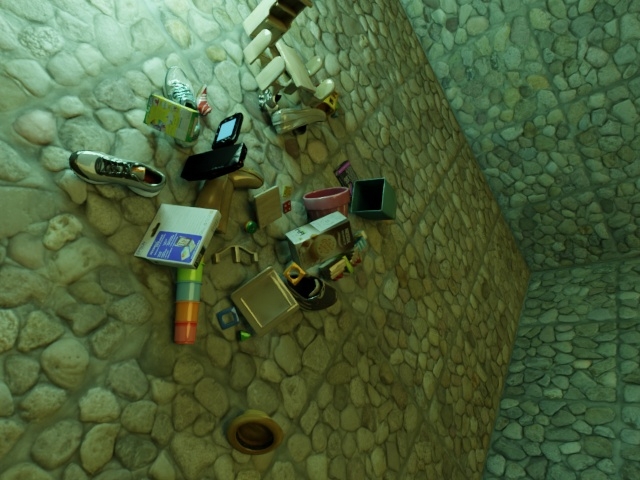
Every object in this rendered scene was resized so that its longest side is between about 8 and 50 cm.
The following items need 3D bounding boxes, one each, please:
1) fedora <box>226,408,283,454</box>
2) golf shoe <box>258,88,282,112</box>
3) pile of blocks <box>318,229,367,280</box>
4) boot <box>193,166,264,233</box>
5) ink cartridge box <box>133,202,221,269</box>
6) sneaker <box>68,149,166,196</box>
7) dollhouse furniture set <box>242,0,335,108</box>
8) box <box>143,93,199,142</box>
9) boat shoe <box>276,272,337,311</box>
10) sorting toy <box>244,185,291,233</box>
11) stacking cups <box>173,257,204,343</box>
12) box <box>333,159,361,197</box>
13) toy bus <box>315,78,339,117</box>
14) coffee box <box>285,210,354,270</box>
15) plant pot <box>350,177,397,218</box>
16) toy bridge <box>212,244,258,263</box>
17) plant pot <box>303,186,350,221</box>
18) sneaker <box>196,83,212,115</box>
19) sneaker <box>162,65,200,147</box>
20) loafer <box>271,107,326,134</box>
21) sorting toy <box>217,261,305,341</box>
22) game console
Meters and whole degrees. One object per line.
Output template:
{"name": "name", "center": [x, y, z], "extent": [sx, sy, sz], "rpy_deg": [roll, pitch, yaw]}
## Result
{"name": "fedora", "center": [-0.214, 0.621, 1.389], "extent": [0.194, 0.194, 0.079], "rpy_deg": [51, 12, -23]}
{"name": "golf shoe", "center": [-0.205, -0.627, 1.766], "extent": [0.077, 0.094, 0.197], "rpy_deg": [83, 10, -78]}
{"name": "pile of blocks", "center": [0.143, 0.078, 1.889], "extent": [0.362, 0.149, 0.112], "rpy_deg": [-43, 110, -44]}
{"name": "boot", "center": [-0.332, -0.145, 1.518], "extent": [0.236, 0.089, 0.269], "rpy_deg": [20, 64, -29]}
{"name": "ink cartridge box", "center": [-0.442, -0.016, 1.310], "extent": [0.045, 0.209, 0.206], "rpy_deg": [74, 28, -56]}
{"name": "sneaker", "center": [-0.591, -0.209, 1.248], "extent": [0.272, 0.108, 0.100], "rpy_deg": [14, 71, -42]}
{"name": "dollhouse furniture set", "center": [-0.111, -0.800, 1.724], "extent": [0.362, 0.257, 0.393], "rpy_deg": [-8, 69, -56]}
{"name": "box", "center": [-0.487, -0.397, 1.360], "extent": [0.105, 0.179, 0.043], "rpy_deg": [-68, 168, 16]}
{"name": "boat shoe", "center": [-0.047, 0.207, 1.669], "extent": [0.356, 0.130, 0.132], "rpy_deg": [16, 68, -42]}
{"name": "sorting toy", "center": [-0.208, -0.136, 1.635], "extent": [0.275, 0.047, 0.132], "rpy_deg": [-36, 130, -46]}
{"name": "stacking cups", "center": [-0.425, 0.164, 1.328], "extent": [0.096, 0.096, 0.315], "rpy_deg": [16, 70, -42]}
{"name": "box", "center": [0.139, -0.303, 2.083], "extent": [0.162, 0.029, 0.116], "rpy_deg": [57, 46, -16]}
{"name": "toy bus", "center": [0.035, -0.700, 2.036], "extent": [0.191, 0.105, 0.202], "rpy_deg": [-29, 100, -46]}
{"name": "coffee box", "center": [0.000, 0.000, 1.695], "extent": [0.247, 0.098, 0.141], "rpy_deg": [-25, 126, -17]}
{"name": "plant pot", "center": [0.286, -0.187, 2.098], "extent": [0.234, 0.166, 0.165], "rpy_deg": [25, 68, -54]}
{"name": "toy bridge", "center": [-0.306, 0.050, 1.524], "extent": [0.188, 0.026, 0.063], "rpy_deg": [0, 78, -46]}
{"name": "plant pot", "center": [0.038, -0.123, 1.823], "extent": [0.201, 0.202, 0.180], "rpy_deg": [-30, 116, -46]}
{"name": "sneaker", "center": [-0.426, -0.514, 1.552], "extent": [0.067, 0.042, 0.118], "rpy_deg": [27, 68, -34]}
{"name": "sneaker", "center": [-0.457, -0.468, 1.431], "extent": [0.110, 0.122, 0.282], "rpy_deg": [-12, 86, -29]}
{"name": "loafer", "center": [-0.090, -0.524, 1.865], "extent": [0.320, 0.112, 0.111], "rpy_deg": [-21, 106, -45]}
{"name": "sorting toy", "center": [-0.197, 0.216, 1.502], "extent": [0.348, 0.047, 0.195], "rpy_deg": [-36, 102, -16]}
{"name": "game console", "center": [-0.355, -0.338, 1.485], "extent": [0.361, 0.214, 0.043], "rpy_deg": [-88, 162, -44]}
